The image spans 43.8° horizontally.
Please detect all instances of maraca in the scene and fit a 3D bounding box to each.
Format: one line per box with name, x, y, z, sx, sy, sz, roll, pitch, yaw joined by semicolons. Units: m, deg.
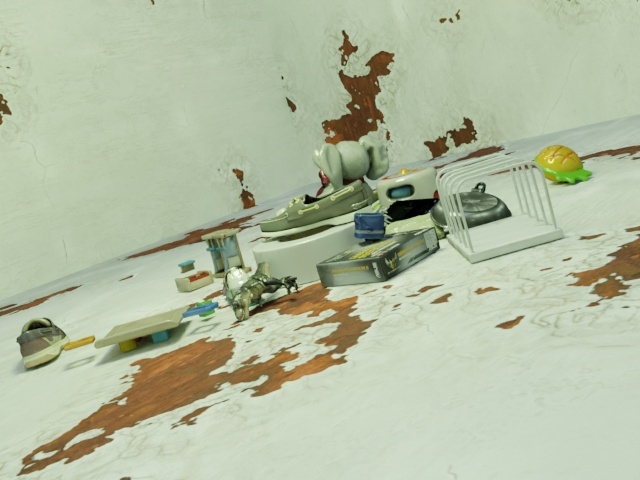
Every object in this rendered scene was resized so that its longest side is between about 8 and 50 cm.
maraca;0.673;-0.205;2.214;0.127;0.099;0.186;-12;32;-11

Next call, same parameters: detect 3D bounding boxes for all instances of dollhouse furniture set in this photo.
dollhouse furniture set;-0.314;0.054;2.254;0.183;0.129;0.129;-21;10;-35

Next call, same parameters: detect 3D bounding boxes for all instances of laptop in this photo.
laptop;0.279;-0.041;2.160;0.264;0.136;0.234;-47;19;-20

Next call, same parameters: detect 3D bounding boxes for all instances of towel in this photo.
towel;0.232;-0.024;1.970;0.148;0.027;0.110;-13;32;10

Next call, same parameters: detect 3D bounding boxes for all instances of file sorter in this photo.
file sorter;0.367;-0.080;1.701;0.193;0.173;0.278;-16;9;2

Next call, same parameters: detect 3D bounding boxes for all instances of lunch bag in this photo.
lunch bag;0.113;-0.029;1.835;0.067;0.065;0.098;-1;6;-2

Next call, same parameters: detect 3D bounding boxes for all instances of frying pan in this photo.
frying pan;0.406;-0.096;1.983;0.197;0.053;0.326;15;31;37

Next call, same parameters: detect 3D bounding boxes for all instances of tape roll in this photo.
tape roll;-0.022;0.026;1.990;0.286;0.100;0.286;-16;8;2

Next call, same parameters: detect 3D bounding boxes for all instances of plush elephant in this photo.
plush elephant;0.052;-0.161;2.195;0.330;0.255;0.272;-1;3;44

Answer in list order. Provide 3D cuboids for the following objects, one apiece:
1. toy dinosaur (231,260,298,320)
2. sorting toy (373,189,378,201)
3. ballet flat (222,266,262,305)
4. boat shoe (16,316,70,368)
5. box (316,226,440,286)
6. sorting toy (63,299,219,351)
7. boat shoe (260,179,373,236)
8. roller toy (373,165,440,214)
toy dinosaur;-0.115;0.096;1.771;0.118;0.064;0.268;2;21;10
sorting toy;0.089;-0.092;2.497;0.193;0.038;0.208;-25;-11;-44
ballet flat;-0.196;0.103;1.887;0.077;0.079;0.221;-17;9;-16
boat shoe;-0.672;0.230;1.914;0.103;0.092;0.285;-17;9;-8
box;0.132;0.036;1.785;0.183;0.056;0.231;-8;12;42
sorting toy;-0.382;0.200;1.739;0.347;0.047;0.196;-16;4;2
boat shoe;-0.021;-0.076;1.994;0.305;0.091;0.109;-13;9;22
roller toy;0.271;-0.147;2.398;0.209;0.146;0.191;-19;9;-20
